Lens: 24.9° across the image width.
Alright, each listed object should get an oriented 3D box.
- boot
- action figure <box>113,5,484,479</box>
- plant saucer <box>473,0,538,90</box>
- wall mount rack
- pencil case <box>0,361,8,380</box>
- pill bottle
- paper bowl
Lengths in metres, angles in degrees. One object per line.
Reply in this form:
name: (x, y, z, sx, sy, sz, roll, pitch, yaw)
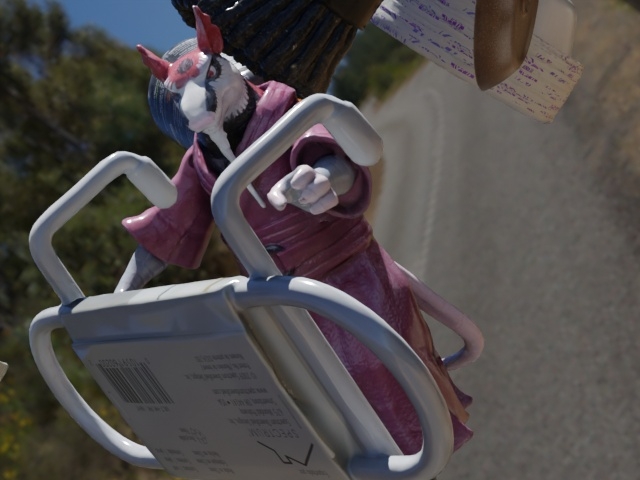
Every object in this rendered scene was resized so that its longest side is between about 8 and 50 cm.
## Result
boot: (0.058, -0.229, 1.248, 0.260, 0.348, 0.131, -53, -40, -11)
action figure: (0.000, 0.000, 1.014, 0.248, 0.370, 0.276, -11, 19, 40)
plant saucer: (0.190, -0.245, 1.436, 0.198, 0.036, 0.198, 10, -90, -74)
wall mount rack: (0.002, 0.081, 0.757, 0.130, 0.304, 0.350, -44, 19, -30)
pencil case: (-0.378, -0.003, 0.832, 0.160, 0.410, 0.183, -56, -30, -14)
pill bottle: (-0.083, -0.131, 1.520, 0.130, 0.130, 0.245, -55, 31, 1)
paper bowl: (0.197, -0.272, 1.766, 0.148, 0.284, 0.284, -58, -2, 10)
